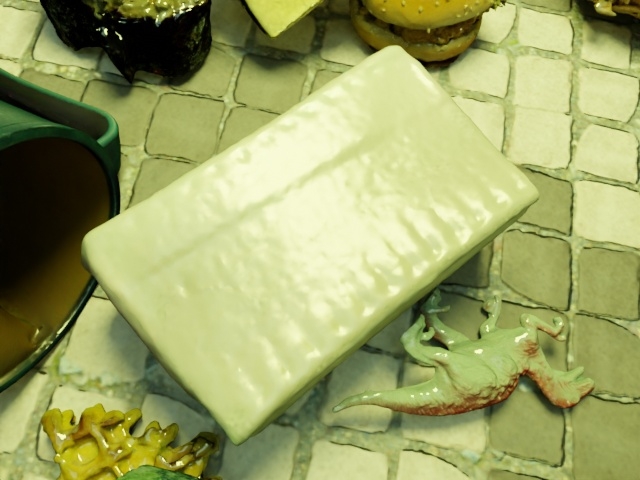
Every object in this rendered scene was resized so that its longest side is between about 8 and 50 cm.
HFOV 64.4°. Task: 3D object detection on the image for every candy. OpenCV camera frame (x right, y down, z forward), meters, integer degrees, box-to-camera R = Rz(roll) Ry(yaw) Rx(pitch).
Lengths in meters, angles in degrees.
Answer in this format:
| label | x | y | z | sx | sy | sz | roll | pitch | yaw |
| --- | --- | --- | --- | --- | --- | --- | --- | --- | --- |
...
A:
| label | x | y | z | sx | sy | sz | roll | pitch | yaw |
| --- | --- | --- | --- | --- | --- | --- | --- | --- | --- |
| candy | -0.002 | -0.001 | 0.476 | 0.359 | 0.145 | 0.208 | -37 | 77 | -15 |

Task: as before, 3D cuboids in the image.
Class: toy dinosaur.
| label | x | y | z | sx | sy | sz | roll | pitch | yaw |
| --- | --- | --- | --- | --- | --- | --- | --- | --- | --- |
| toy dinosaur | 0.134 | 0.131 | 0.482 | 0.242 | 0.053 | 0.167 | -28 | 81 | -22 |

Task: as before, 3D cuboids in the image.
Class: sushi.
| label | x | y | z | sx | sy | sz | roll | pitch | yaw |
| --- | --- | --- | --- | --- | --- | --- | --- | --- | --- |
| sushi | -0.233 | -0.271 | 0.575 | 0.213 | 0.115 | 0.147 | 25 | 70 | 4 |

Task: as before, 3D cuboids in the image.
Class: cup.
| label | x | y | z | sx | sy | sz | roll | pitch | yaw |
| --- | --- | --- | --- | --- | --- | --- | --- | --- | --- |
| cup | -0.352 | -0.057 | 0.423 | 0.292 | 0.242 | 0.307 | 22 | 72 | 7 |

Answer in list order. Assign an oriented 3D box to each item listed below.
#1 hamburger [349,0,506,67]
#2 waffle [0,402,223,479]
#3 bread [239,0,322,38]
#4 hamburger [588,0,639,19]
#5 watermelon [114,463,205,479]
| label | x | y | z | sx | sy | sz | roll | pitch | yaw |
| --- | --- | --- | --- | --- | --- | --- | --- | --- | --- |
| hamburger | 0.120 | -0.319 | 0.618 | 0.182 | 0.118 | 0.190 | -11 | 65 | -12 |
| waffle | -0.197 | 0.257 | 0.419 | 0.229 | 0.051 | 0.231 | 9 | 70 | -4 |
| bread | -0.032 | -0.381 | 0.616 | 0.168 | 0.163 | 0.264 | -28 | 27 | 19 |
| hamburger | 0.460 | -0.400 | 0.643 | 0.290 | 0.170 | 0.314 | 22 | 71 | 11 |
| watermelon | -0.098 | 0.282 | 0.309 | 0.176 | 0.260 | 0.256 | -37 | 75 | -6 |
